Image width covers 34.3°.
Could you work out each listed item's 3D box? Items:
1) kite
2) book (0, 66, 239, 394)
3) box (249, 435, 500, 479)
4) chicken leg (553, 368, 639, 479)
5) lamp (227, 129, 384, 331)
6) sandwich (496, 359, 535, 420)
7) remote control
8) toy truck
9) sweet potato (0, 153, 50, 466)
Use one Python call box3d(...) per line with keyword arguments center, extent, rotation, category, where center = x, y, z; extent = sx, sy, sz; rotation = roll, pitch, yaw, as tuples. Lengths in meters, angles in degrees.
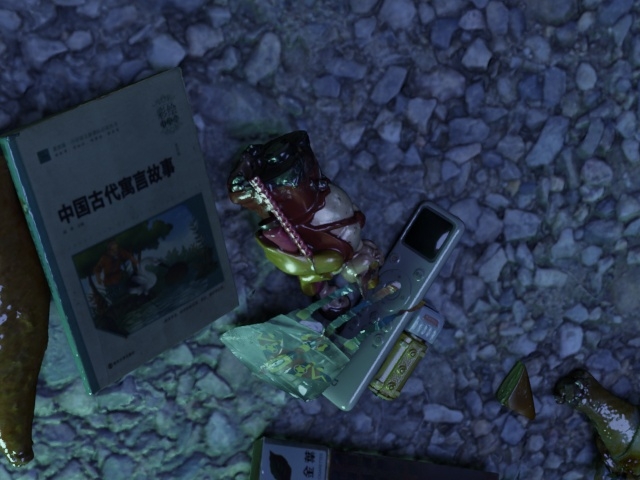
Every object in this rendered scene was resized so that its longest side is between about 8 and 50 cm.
box3d(center=(0.004, 0.101, 1.137), extent=(0.141, 0.015, 0.245), rotation=(36, 129, -22), category="kite")
box3d(center=(-0.194, -0.011, 1.063), extent=(0.215, 0.025, 0.282), rotation=(-32, 118, -37), category="book")
box3d(center=(0.066, 0.349, 1.246), extent=(0.325, 0.047, 0.180), rotation=(13, 70, -21), category="box")
box3d(center=(0.393, 0.244, 1.350), extent=(0.125, 0.080, 0.196), rotation=(-27, 112, 5), category="chicken leg")
box3d(center=(0.000, 0.000, 1.122), extent=(0.118, 0.118, 0.253), rotation=(-37, 119, -4), category="lamp")
box3d(center=(0.245, 0.196, 1.310), extent=(0.044, 0.031, 0.083), rotation=(-20, 109, -16), category="sandwich")
box3d(center=(0.076, 0.074, 1.200), extent=(0.261, 0.067, 0.029), rotation=(-58, 145, 5), category="remote control")
box3d(center=(0.096, 0.126, 1.223), extent=(0.052, 0.063, 0.123), rotation=(31, 95, -23), category="toy truck")
box3d(center=(-0.327, 0.068, 1.040), extent=(0.131, 0.131, 0.336), rotation=(-15, 111, -13), category="sweet potato")
